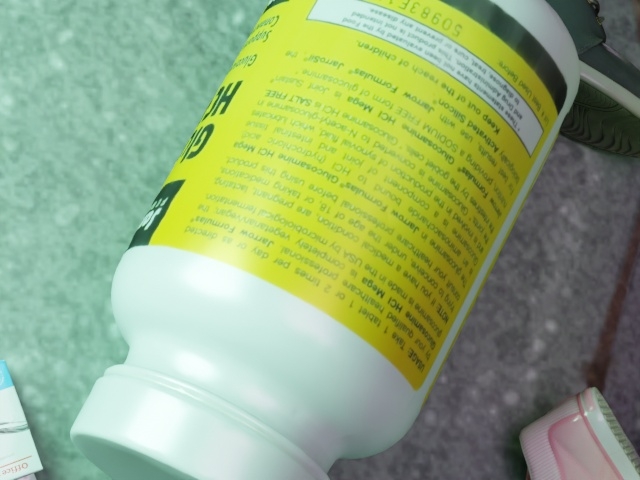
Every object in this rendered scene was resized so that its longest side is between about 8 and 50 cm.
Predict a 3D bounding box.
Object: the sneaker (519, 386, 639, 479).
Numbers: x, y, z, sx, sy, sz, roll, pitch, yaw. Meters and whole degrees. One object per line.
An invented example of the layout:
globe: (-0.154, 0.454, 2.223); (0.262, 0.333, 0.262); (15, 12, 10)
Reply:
sneaker: (0.171, 0.156, 1.127); (0.070, 0.051, 0.134); (-27, 117, 12)

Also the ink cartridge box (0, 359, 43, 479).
ink cartridge box: (-0.188, 0.115, 1.003); (0.048, 0.028, 0.083); (-20, 88, -23)

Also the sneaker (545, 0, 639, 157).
sneaker: (0.161, -0.151, 1.157); (0.222, 0.083, 0.118); (33, 70, -11)

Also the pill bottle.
pill bottle: (0.000, 0.000, 1.010); (0.188, 0.188, 0.334); (33, 70, -12)
